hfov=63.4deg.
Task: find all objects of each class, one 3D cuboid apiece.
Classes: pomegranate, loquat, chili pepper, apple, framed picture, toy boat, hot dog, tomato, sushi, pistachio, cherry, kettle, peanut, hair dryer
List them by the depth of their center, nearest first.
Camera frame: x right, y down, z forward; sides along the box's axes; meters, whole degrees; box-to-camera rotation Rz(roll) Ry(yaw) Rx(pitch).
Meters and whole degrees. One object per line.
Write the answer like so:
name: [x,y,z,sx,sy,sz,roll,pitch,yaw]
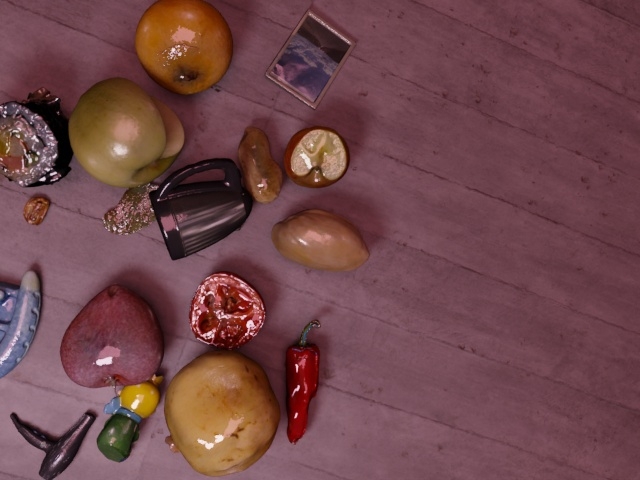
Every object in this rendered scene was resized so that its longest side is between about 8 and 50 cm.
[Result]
apple: [-0.519,-0.288,1.390,0.292,0.292,0.254,-42,86,-7]
sushi: [-0.769,-0.272,1.393,0.239,0.218,0.225,-23,115,-4]
toy boat: [-0.893,0.224,1.404,0.215,0.123,0.329,17,85,-10]
pomegranate: [-0.273,0.468,1.408,0.333,0.332,0.332,0,89,-9]
cherry: [-0.560,0.271,1.409,0.261,0.221,0.307,-2,72,-12]
loquat: [-0.371,-0.536,1.426,0.263,0.263,0.263,0,89,-9]
hair dryer: [-0.773,0.536,1.456,0.219,0.075,0.195,33,74,0]
kettle: [-0.327,-0.100,1.463,0.271,0.207,0.250,-18,105,-18]
hot dog: [-0.804,-0.085,1.464,0.058,0.035,0.083,22,86,-12]
tomato: [-0.273,0.202,1.518,0.228,0.101,0.227,0,90,-1]
apple: [-0.011,-0.243,1.531,0.195,0.160,0.173,3,85,-7]
pistachio: [0.000,0.000,1.533,0.293,0.162,0.181,15,104,-12]
peanut: [-0.179,-0.225,1.536,0.120,0.110,0.236,-13,83,2]
chili pepper: [-0.058,0.424,1.546,0.110,0.110,0.387,4,92,-9]
framed picture: [-0.030,-0.561,1.605,0.189,0.023,0.260,33,84,-10]

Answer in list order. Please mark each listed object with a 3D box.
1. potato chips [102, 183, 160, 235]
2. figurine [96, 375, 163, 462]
potato chips: [-0.535,-0.099,1.515,0.209,0.026,0.142,-16,90,-9]
figurine: [-0.530,0.493,1.468,0.127,0.185,0.234,13,49,2]
